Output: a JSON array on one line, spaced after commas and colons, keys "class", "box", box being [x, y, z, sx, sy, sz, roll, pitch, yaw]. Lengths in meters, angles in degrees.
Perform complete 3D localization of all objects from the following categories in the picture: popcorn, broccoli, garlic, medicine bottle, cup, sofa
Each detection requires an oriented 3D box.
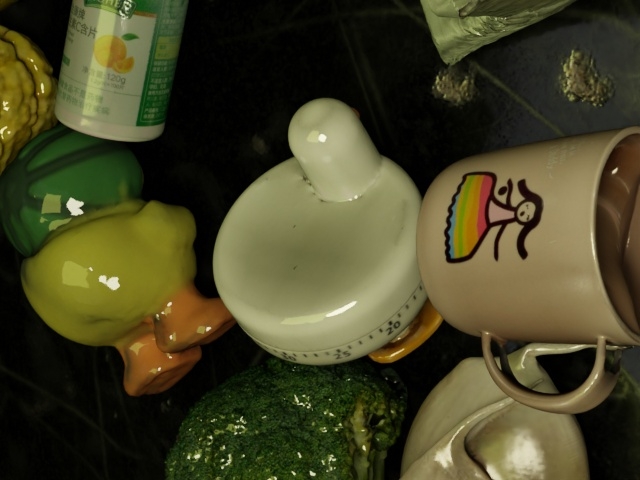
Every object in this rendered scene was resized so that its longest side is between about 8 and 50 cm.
[{"class": "popcorn", "box": [-0.447, -0.166, 1.744, 0.203, 0.200, 0.226, 29, 112, 24]}, {"class": "broccoli", "box": [-0.037, 0.266, 1.465, 0.304, 0.321, 0.283, -20, 115, 47]}, {"class": "garlic", "box": [0.157, 0.266, 1.328, 0.246, 0.231, 0.339, 7, 107, 39]}, {"class": "medicine bottle", "box": [-0.220, -0.260, 1.596, 0.133, 0.133, 0.274, 25, 110, 32]}, {"class": "cup", "box": [0.206, 0.032, 1.264, 0.200, 0.191, 0.252, -5, 71, 40]}, {"class": "sofa", "box": [0.113, -0.284, 1.280, 0.176, 0.225, 0.210, -19, 88, 34]}]

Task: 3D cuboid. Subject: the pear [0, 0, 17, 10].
[{"class": "pear", "box": [-0.416, -0.367, 1.644, 0.387, 0.340, 0.191, -21, 112, 21]}]

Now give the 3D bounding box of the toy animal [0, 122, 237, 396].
[{"class": "toy animal", "box": [-0.259, 0.014, 1.626, 0.216, 0.191, 0.338, -46, 70, 38]}]

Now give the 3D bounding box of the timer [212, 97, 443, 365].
[{"class": "timer", "box": [0.000, 0.000, 1.400, 0.234, 0.240, 0.233, -13, 51, 17]}]
